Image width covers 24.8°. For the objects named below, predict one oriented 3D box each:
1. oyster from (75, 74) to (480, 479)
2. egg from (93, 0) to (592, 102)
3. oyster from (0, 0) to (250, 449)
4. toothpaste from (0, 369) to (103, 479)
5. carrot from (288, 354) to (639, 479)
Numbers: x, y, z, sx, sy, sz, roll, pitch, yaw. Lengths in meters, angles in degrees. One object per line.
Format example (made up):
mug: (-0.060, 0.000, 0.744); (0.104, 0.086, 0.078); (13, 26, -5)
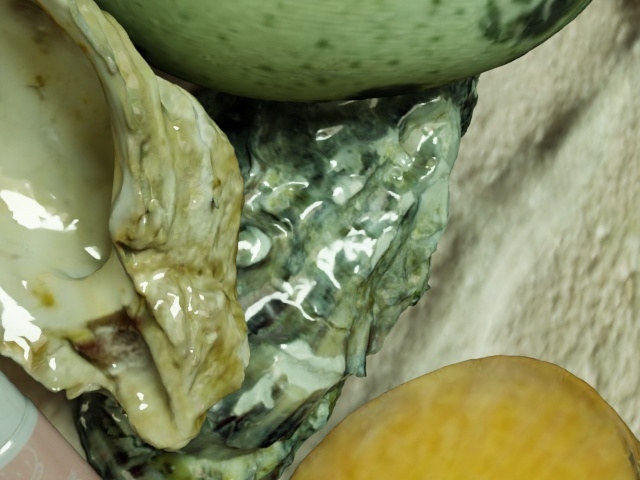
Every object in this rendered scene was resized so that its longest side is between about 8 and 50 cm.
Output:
oyster: (-0.002, 0.000, 0.622); (0.252, 0.087, 0.199); (-22, 102, -25)
egg: (-0.001, -0.136, 0.533); (0.228, 0.177, 0.177); (15, 75, 1)
oyster: (-0.106, -0.036, 0.496); (0.233, 0.161, 0.107); (49, 37, -20)
toothpaste: (-0.090, 0.120, 0.557); (0.067, 0.043, 0.194); (-53, 125, -34)
carrot: (0.112, 0.183, 0.623); (0.254, 0.196, 0.196); (37, 66, -39)
